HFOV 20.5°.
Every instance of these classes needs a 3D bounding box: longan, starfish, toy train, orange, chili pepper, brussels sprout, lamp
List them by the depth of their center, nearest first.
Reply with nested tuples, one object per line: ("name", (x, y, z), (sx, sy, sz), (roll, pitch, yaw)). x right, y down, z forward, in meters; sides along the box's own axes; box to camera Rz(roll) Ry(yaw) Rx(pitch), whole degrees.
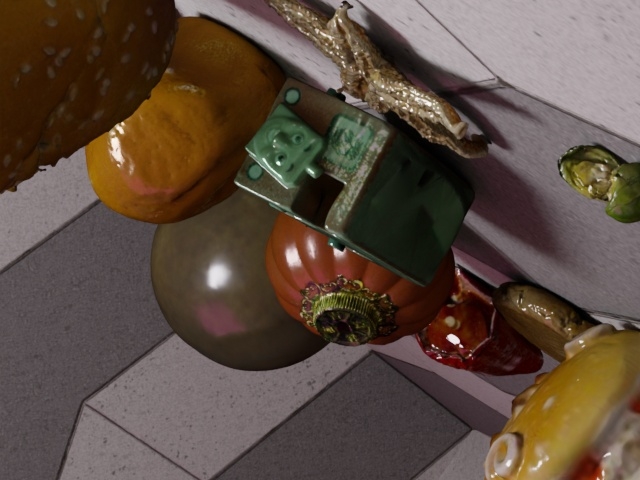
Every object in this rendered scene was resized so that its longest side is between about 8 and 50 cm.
("brussels sprout", (0.218, -0.045, 1.323), (0.051, 0.046, 0.083), (36, -175, -43))
("starfish", (0.042, -0.139, 1.507), (0.295, 0.048, 0.231), (35, 177, 32))
("toy train", (0.047, -0.049, 1.712), (0.159, 0.129, 0.326), (29, 179, 26))
("orange", (-0.151, -0.126, 1.875), (0.183, 0.249, 0.249), (51, 175, 4))
("lamp", (0.046, 0.024, 2.052), (0.223, 0.196, 0.223), (9, 143, 7))
("chili pepper", (0.212, 0.122, 2.347), (0.144, 0.136, 0.252), (1, 165, 28))
("longan", (-0.094, 0.035, 2.523), (0.319, 0.319, 0.319), (35, 174, 4))

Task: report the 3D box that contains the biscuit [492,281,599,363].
("biscuit", (0.297, 0.117, 2.096), (0.226, 0.042, 0.226), (34, 172, 5))

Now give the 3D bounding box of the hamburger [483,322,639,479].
("hamburger", (0.289, 0.222, 1.925), (0.186, 0.261, 0.303), (37, 171, 6))

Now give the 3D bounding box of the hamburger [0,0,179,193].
("hamburger", (-0.319, -0.212, 1.557), (0.268, 0.445, 0.287), (34, 145, 31))
